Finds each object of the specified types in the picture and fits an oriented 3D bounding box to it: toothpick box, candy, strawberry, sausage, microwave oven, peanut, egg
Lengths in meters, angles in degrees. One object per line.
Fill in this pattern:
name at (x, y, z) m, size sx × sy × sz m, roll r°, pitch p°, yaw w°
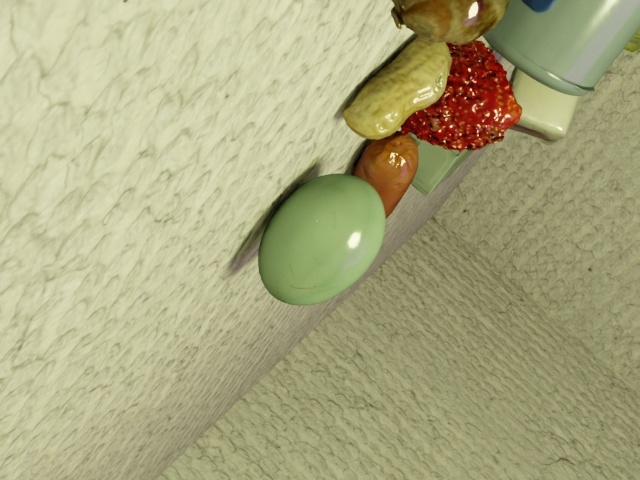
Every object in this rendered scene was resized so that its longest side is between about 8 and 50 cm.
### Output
toothpick box at (0.428, -0.432, 1.410) m, size 0.354 × 0.263 × 0.263 m, roll -56°, pitch 169°, yaw 30°
candy at (0.501, -0.392, 1.917) m, size 0.208 × 0.145 × 0.358 m, roll 31°, pitch 79°, yaw -84°
strawberry at (0.231, -0.229, 1.448) m, size 0.187 × 0.201 × 0.184 m, roll -22°, pitch 131°, yaw -37°
sausage at (0.110, -0.113, 1.645) m, size 0.113 × 0.113 × 0.259 m, roll -45°, pitch 172°, yaw -22°
microwave oven at (0.258, -0.218, 1.869) m, size 0.208 × 0.122 × 0.162 m, roll -42°, pitch 169°, yaw -41°
peanut at (0.118, -0.222, 1.283) m, size 0.214 × 0.099 × 0.099 m, roll -38°, pitch 168°, yaw -25°
egg at (0.000, 0.000, 1.377) m, size 0.231 × 0.168 × 0.168 m, roll -47°, pitch 172°, yaw 11°

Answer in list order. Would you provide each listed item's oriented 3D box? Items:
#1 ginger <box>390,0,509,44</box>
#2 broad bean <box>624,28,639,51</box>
ginger at (0.199, -0.353, 0.798) m, size 0.256 × 0.176 × 0.375 m, roll -38°, pitch 166°, yaw -34°
broad bean at (0.595, -0.519, 1.753) m, size 0.238 × 0.291 × 0.119 m, roll -30°, pitch -160°, yaw -9°
